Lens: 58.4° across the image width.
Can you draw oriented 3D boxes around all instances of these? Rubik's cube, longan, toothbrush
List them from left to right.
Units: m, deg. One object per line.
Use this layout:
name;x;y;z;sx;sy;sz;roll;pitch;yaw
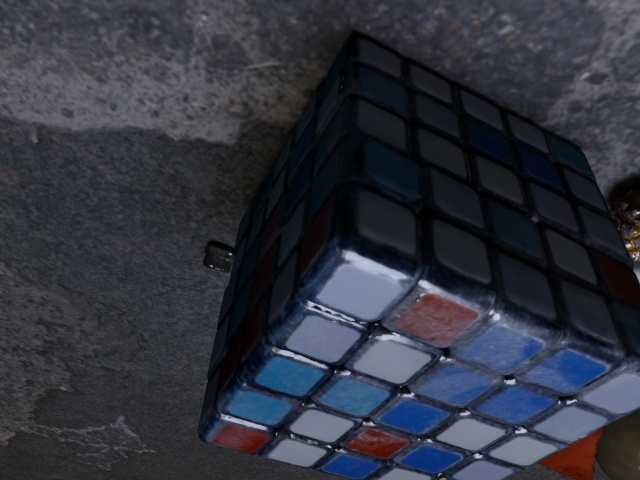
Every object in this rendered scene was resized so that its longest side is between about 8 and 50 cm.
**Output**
toothbrush;-0.024;0.072;0.805;0.297;0.031;0.030;22;162;-17
Rubik's cube;0.081;0.039;0.546;0.293;0.292;0.287;20;133;-18
longan;0.495;0.280;0.857;0.159;0.204;0.185;19;110;40

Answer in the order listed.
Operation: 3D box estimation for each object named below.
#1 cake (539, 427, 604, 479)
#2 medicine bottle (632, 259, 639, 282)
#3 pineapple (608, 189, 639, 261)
cake;0.361;0.225;0.818;0.262;0.158;0.159;32;134;-27
medicine bottle;0.444;0.092;0.691;0.296;0.111;0.161;12;133;-2
pineapple;0.397;-0.029;0.580;0.221;0.103;0.083;-8;147;23
